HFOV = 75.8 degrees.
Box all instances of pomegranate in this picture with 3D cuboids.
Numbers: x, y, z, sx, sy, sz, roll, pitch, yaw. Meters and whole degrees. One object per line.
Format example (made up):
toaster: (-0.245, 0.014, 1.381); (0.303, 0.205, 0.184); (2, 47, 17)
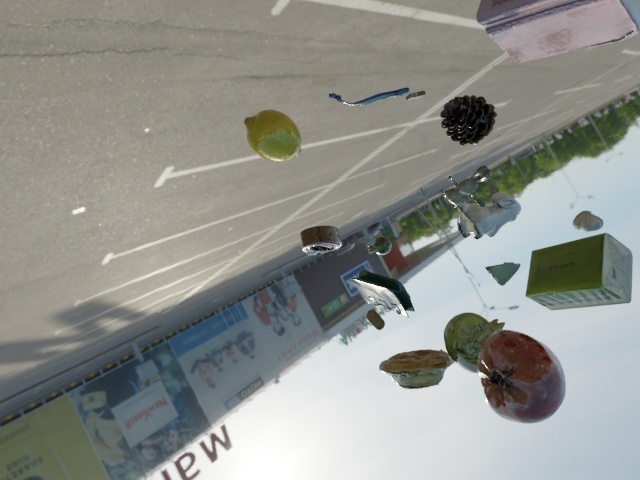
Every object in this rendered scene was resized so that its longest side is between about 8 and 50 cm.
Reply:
pomegranate: (0.808, 0.531, 2.155); (0.358, 0.310, 0.216); (-18, 149, -29)
pomegranate: (0.342, 0.034, 2.397); (0.142, 0.115, 0.114); (-18, -177, 34)

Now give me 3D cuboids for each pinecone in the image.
pinecone: (0.697, -0.593, 1.994); (0.291, 0.247, 0.246); (6, 155, -40)

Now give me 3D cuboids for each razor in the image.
razor: (0.201, -0.585, 1.683); (0.323, 0.056, 0.093); (2, -169, 20)

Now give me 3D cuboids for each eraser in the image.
eraser: (0.678, -0.647, 1.164); (0.272, 0.123, 0.359); (19, 178, -37)

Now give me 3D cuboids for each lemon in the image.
lemon: (-0.176, -0.395, 1.554); (0.187, 0.244, 0.187); (-53, -165, 21)

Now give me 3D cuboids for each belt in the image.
belt: (0.000, 0.000, 2.080); (0.183, 0.105, 0.261); (-20, 166, 21)

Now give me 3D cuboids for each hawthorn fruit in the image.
hawthorn fruit: (0.637, 0.437, 1.323); (0.284, 0.285, 0.284); (-27, 177, -2)

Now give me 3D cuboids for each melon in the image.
melon: (0.984, 0.178, 2.229); (0.202, 0.140, 0.093); (-7, -173, 0)

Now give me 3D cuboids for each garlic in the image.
garlic: (1.084, -0.070, 1.661); (0.112, 0.074, 0.094); (-4, 138, 6)

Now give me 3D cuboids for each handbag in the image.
handbag: (0.335, 0.283, 2.219); (0.089, 0.239, 0.326); (-47, -147, -23)

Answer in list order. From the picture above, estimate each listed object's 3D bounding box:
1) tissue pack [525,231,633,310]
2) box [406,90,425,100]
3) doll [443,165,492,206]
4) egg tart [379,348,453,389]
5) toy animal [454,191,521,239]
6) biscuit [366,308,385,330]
tissue pack: (0.887, 0.118, 1.424); (0.274, 0.167, 0.201); (-30, -144, 61)
box: (0.470, -0.715, 2.031); (0.081, 0.023, 0.051); (-16, -175, -11)
doll: (0.680, -0.257, 1.915); (0.091, 0.202, 0.286); (-65, 156, -23)
egg tart: (0.556, 0.738, 2.349); (0.442, 0.178, 0.443); (-7, 171, -1)
toy animal: (0.935, -0.149, 2.255); (0.356, 0.258, 0.194); (-26, -160, -9)
biscuit: (0.322, 0.463, 2.402); (0.071, 0.147, 0.018); (-51, 137, 9)
